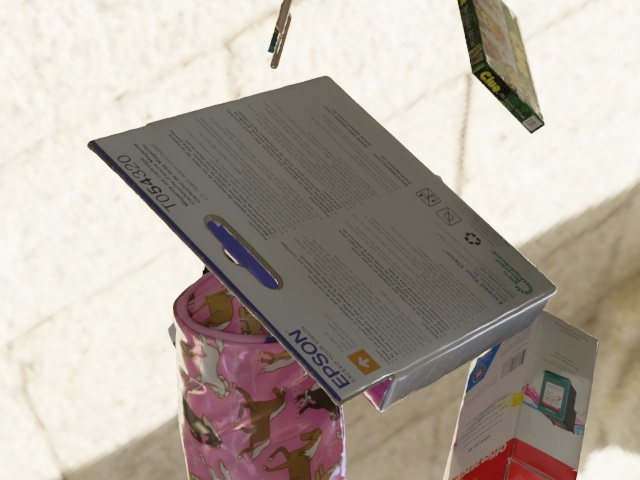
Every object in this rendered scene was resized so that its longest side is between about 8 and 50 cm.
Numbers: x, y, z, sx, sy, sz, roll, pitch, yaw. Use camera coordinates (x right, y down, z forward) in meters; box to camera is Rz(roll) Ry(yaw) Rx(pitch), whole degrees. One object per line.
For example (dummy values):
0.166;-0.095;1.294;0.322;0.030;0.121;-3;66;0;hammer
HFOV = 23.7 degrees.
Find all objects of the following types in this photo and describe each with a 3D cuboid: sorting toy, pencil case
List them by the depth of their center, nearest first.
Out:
-0.028;-0.184;1.200;0.062;0.012;0.083;104;0;-64;sorting toy
-0.049;0.216;1.569;0.160;0.167;0.386;-30;127;-42;pencil case

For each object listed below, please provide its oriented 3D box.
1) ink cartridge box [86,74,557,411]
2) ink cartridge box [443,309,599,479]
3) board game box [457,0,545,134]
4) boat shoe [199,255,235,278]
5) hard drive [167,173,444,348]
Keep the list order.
0.000;0.000;1.361;0.330;0.324;0.071;-22;150;-46;ink cartridge box
0.191;0.198;1.495;0.134;0.078;0.231;-47;-161;49;ink cartridge box
0.240;-0.268;2.081;0.030;0.259;0.136;-32;127;23;board game box
-0.113;0.047;1.703;0.042;0.049;0.133;-17;114;-21;boat shoe
-0.017;0.028;1.824;0.210;0.040;0.318;3;141;-41;hard drive
